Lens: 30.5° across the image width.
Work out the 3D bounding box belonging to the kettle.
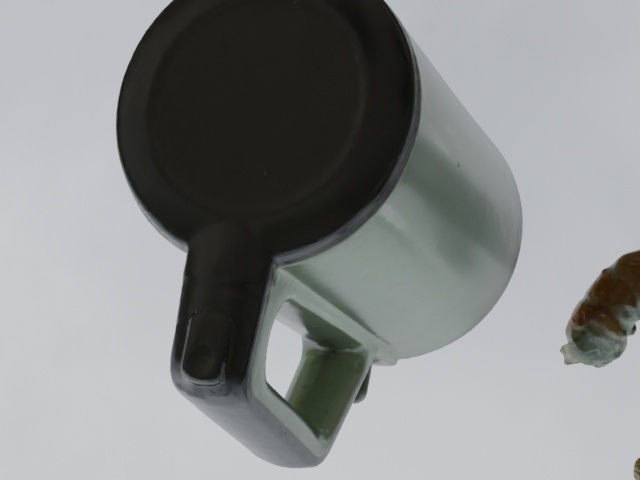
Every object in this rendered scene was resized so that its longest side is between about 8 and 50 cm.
[{"bbox_3d":[0.000,0.000,0.941,0.250,0.376,0.361,11,-99,20],"label":"kettle"}]

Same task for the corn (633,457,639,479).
[{"bbox_3d":[0.345,0.241,1.142,0.037,0.037,0.092,-32,-146,-22],"label":"corn"}]

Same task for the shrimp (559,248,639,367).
[{"bbox_3d":[0.309,0.091,1.050,0.166,0.161,0.049,44,-152,19],"label":"shrimp"}]
